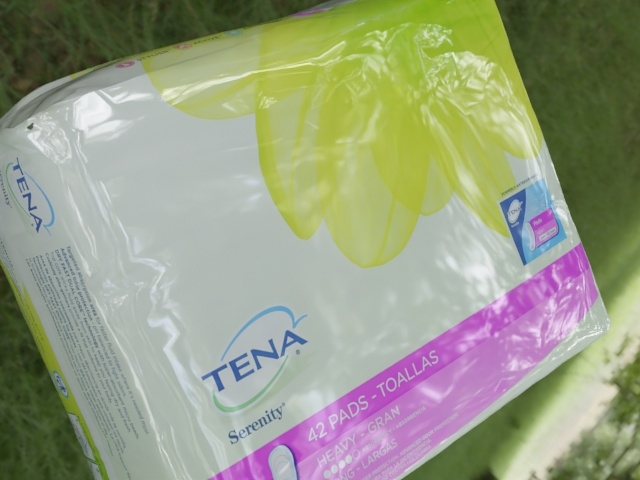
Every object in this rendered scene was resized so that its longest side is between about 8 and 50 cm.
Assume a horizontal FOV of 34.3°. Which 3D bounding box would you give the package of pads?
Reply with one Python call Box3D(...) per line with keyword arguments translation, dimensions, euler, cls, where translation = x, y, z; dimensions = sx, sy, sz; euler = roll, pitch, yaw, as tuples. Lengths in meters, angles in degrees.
Box3D(translation=(0.000, 0.000, 0.519), dimensions=(0.296, 0.229, 0.101), euler=(-27, -171, -36), cls="package of pads")
